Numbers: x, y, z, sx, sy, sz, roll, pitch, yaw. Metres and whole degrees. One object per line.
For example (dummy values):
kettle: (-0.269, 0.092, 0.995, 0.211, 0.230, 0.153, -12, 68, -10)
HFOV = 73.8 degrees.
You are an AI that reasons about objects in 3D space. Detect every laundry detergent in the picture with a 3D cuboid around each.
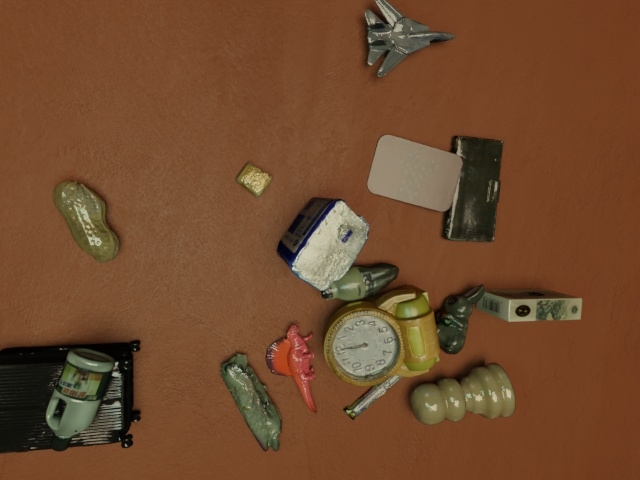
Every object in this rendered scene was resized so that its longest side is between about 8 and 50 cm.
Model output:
laundry detergent: (-0.544, 0.357, 0.946, 0.099, 0.070, 0.225, 21, 92, -22)

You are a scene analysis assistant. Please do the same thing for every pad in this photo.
pad: (0.280, -0.196, 1.256, 0.268, 0.004, 0.180, 14, 94, -7)

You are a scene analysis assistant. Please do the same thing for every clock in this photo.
clock: (0.162, 0.274, 1.213, 0.318, 0.200, 0.243, -13, 96, -4)

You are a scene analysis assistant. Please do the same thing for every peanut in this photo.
peanut: (-0.566, -0.047, 1.039, 0.099, 0.090, 0.214, -30, 106, -39)

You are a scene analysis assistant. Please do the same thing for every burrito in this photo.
burrito: (-0.186, 0.462, 1.205, 0.096, 0.066, 0.308, -25, 101, -5)

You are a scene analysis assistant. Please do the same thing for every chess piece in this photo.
chess piece: (0.428, 0.491, 1.330, 0.300, 0.167, 0.166, -9, 99, -6)

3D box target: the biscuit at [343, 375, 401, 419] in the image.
biscuit: (0.197, 0.448, 1.319, 0.292, 0.026, 0.048, -37, 100, -8)

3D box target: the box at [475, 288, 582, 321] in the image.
box: (0.645, 0.199, 1.331, 0.257, 0.164, 0.069, 1, 94, -14)

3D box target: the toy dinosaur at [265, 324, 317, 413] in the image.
toy dinosaur: (-0.086, 0.378, 1.229, 0.139, 0.070, 0.285, -4, 101, -3)

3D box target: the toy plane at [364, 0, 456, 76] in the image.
toy plane: (0.251, -0.566, 1.190, 0.268, 0.088, 0.212, -9, 100, -21)

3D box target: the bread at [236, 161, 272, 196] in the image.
bread: (-0.180, -0.164, 1.150, 0.083, 0.035, 0.070, 33, 87, -9)

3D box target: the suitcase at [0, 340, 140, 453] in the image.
suitcase: (-0.626, 0.377, 1.039, 0.336, 0.152, 0.229, 1, 95, -14)

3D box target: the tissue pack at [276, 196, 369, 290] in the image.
tissue pack: (0.000, 0.000, 1.091, 0.137, 0.270, 0.209, 34, 87, -15)

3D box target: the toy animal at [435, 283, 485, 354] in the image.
toy animal: (0.420, 0.237, 1.324, 0.236, 0.108, 0.138, -59, 143, -20)

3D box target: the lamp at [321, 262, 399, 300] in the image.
lamp: (0.116, 0.117, 1.223, 0.251, 0.101, 0.101, -14, 100, -15)

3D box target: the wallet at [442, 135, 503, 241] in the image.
wallet: (0.468, -0.154, 1.309, 0.169, 0.044, 0.316, 3, 94, -11)
